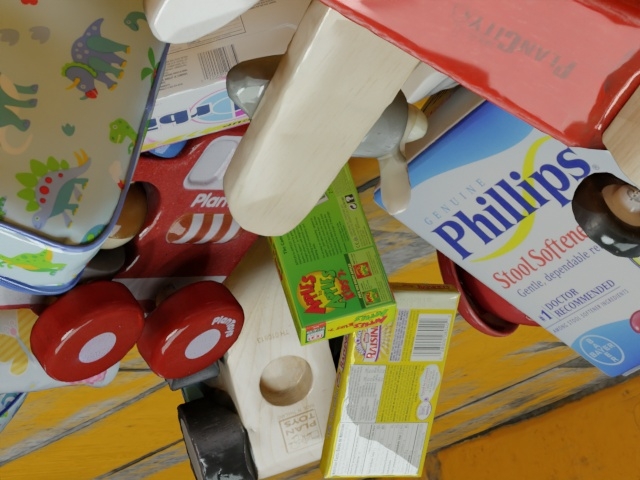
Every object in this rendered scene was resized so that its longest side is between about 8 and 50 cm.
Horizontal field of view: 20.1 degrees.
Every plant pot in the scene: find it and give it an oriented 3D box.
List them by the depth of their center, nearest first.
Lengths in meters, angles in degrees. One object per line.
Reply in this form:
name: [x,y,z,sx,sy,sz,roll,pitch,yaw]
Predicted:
plant pot: [0.233,0.005,1.965,0.174,0.191,0.191,-16,167,33]

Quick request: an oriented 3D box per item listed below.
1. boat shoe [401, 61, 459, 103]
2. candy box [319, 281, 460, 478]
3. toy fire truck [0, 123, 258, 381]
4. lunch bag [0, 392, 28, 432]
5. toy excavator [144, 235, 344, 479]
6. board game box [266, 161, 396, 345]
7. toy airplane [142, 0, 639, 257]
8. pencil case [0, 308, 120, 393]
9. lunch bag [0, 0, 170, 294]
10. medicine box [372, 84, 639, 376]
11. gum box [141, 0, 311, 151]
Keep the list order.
boat shoe: [0.114,-0.161,1.490,0.063,0.066,0.184,-20,167,-28]
candy box: [0.066,0.138,1.757,0.105,0.206,0.027,4,-158,-18]
toy fire truck: [-0.153,-0.022,1.567,0.302,0.169,0.254,2,131,-50]
lunch bag: [-0.375,0.166,2.052,0.151,0.096,0.129,-42,178,-28]
toy excavator: [-0.075,0.118,1.974,0.222,0.433,0.445,-19,-151,-9]
board game box: [0.000,0.000,1.690,0.092,0.181,0.043,-15,155,-8]
toy airplane: [0.080,-0.183,1.104,0.386,0.272,0.384,-11,128,13]
pencil case: [-0.338,0.105,1.845,0.273,0.113,0.124,-3,179,-41]
lunch bag: [-0.191,-0.091,1.089,0.176,0.219,0.090,21,150,-14]
medicine box: [0.239,-0.051,1.550,0.289,0.149,0.263,35,148,-9]
gum box: [-0.084,-0.129,1.388,0.188,0.062,0.107,-15,164,-5]
